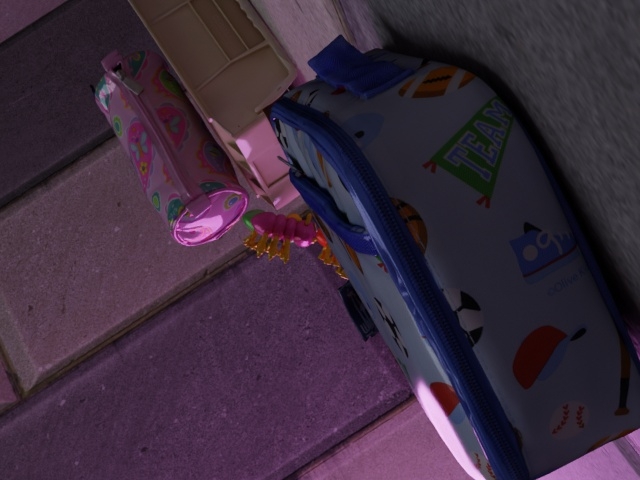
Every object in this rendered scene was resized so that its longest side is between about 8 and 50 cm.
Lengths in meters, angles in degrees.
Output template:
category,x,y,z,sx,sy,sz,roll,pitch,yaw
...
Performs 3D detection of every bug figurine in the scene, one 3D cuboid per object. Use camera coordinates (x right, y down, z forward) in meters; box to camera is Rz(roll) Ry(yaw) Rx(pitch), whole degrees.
category,x,y,z,sx,sy,sz,roll,pitch,yaw
bug figurine,0.000,0.000,1.593,0.216,0.072,0.279,13,-177,-9

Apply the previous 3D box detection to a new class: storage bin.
category,x,y,z,sx,sy,sz,roll,pitch,yaw
storage bin,-0.107,-0.204,1.485,0.260,0.123,0.262,55,177,21

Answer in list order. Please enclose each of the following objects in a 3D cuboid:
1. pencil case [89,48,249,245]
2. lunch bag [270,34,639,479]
category,x,y,z,sx,sy,sz,roll,pitch,yaw
pencil case,-0.205,-0.129,1.547,0.284,0.124,0.124,58,179,26
lunch bag,0.062,-0.002,0.683,0.243,0.115,0.303,60,176,-15
